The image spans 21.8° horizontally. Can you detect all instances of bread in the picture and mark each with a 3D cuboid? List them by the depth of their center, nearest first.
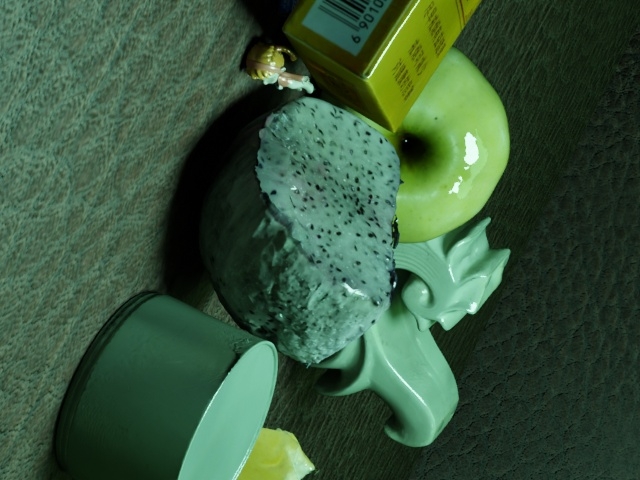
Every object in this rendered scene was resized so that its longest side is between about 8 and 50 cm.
[{"bbox_3d":[-0.101,0.334,2.052,0.183,0.211,0.224,142,-54,-72],"label":"bread"}]

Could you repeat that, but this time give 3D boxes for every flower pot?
[{"bbox_3d":[0.102,0.099,2.354,0.164,0.254,0.367,-42,153,-55],"label":"flower pot"}]

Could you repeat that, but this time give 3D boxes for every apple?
[{"bbox_3d":[0.114,-0.130,2.073,0.262,0.262,0.262,-56,161,-30],"label":"apple"}]

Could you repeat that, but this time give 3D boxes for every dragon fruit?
[{"bbox_3d":[-0.045,-0.010,1.859,0.221,0.204,0.283,-45,-154,40],"label":"dragon fruit"}]

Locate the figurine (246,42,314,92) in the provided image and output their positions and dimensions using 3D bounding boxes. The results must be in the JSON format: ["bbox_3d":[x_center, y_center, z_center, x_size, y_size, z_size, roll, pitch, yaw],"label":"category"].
[{"bbox_3d":[-0.044,-0.187,1.830,0.109,0.064,0.047,24,81,-58],"label":"figurine"}]

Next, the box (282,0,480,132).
[{"bbox_3d":[0.133,-0.339,1.805,0.415,0.116,0.264,-58,167,-2],"label":"box"}]

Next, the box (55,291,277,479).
[{"bbox_3d":[-0.164,0.183,1.805,0.226,0.149,0.226,-56,161,-30],"label":"box"}]

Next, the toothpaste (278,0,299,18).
[{"bbox_3d":[0.039,-0.323,1.905,0.272,0.053,0.066,-46,155,-49],"label":"toothpaste"}]
